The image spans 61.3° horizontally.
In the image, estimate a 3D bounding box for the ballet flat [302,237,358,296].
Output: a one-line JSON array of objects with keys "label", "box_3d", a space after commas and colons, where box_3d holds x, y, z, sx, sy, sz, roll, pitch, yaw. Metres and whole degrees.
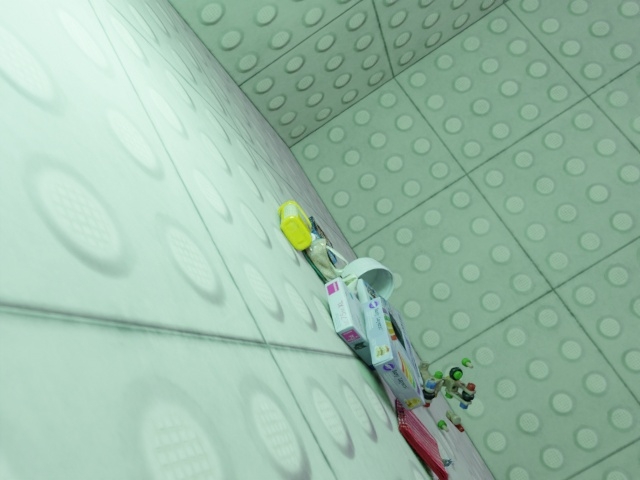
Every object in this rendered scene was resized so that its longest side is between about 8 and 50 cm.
[{"label": "ballet flat", "box_3d": [0.063, 0.124, 1.833, 0.316, 0.106, 0.107, 55, 6, -20]}]

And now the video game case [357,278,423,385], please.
[{"label": "video game case", "box_3d": [0.245, 0.333, 1.946, 0.300, 0.036, 0.329, 42, 25, -39]}]

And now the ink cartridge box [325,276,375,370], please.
[{"label": "ink cartridge box", "box_3d": [0.121, 0.271, 1.653, 0.311, 0.065, 0.185, 49, 19, -42]}]

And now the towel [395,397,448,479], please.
[{"label": "towel", "box_3d": [0.297, 0.577, 1.596, 0.199, 0.031, 0.275, 51, 6, 2]}]

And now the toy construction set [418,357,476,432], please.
[{"label": "toy construction set", "box_3d": [0.532, 0.667, 2.396, 0.237, 0.258, 0.308, -142, -144, -69]}]

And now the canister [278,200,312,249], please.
[{"label": "canister", "box_3d": [-0.081, -0.050, 1.752, 0.126, 0.073, 0.170, 55, 8, -19]}]

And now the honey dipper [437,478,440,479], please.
[{"label": "honey dipper", "box_3d": [0.333, 0.676, 1.491, 0.030, 0.030, 0.161, 59, 9, 22]}]

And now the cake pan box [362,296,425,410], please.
[{"label": "cake pan box", "box_3d": [0.217, 0.336, 1.625, 0.245, 0.070, 0.266, 58, 15, -32]}]

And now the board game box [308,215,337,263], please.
[{"label": "board game box", "box_3d": [0.000, 0.000, 2.284, 0.165, 0.042, 0.243, 55, 6, -17]}]

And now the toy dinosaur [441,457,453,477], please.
[{"label": "toy dinosaur", "box_3d": [0.412, 0.732, 1.785, 0.090, 0.047, 0.082, 48, -15, 14]}]

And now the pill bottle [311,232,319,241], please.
[{"label": "pill bottle", "box_3d": [-0.033, -0.002, 2.017, 0.043, 0.043, 0.083, 60, 7, 25]}]

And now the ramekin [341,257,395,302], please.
[{"label": "ramekin", "box_3d": [0.171, 0.163, 2.076, 0.207, 0.207, 0.109, 52, -1, -39]}]
